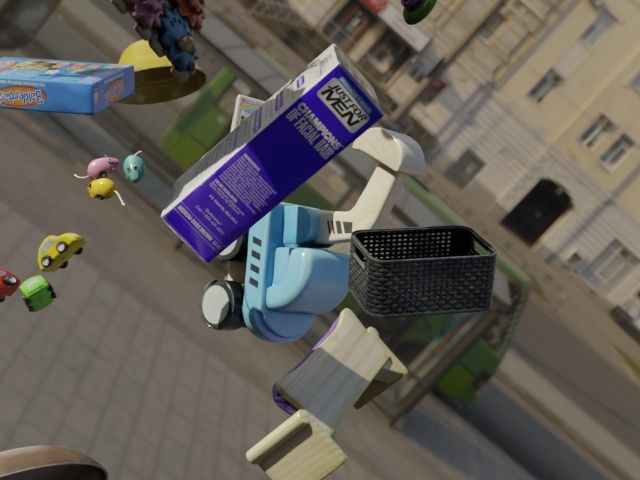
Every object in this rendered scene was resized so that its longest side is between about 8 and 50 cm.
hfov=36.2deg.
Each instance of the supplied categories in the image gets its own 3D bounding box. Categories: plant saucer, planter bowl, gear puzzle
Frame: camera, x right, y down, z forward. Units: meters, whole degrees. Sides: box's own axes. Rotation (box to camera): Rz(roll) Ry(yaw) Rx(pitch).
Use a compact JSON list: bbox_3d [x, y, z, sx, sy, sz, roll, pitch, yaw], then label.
[{"bbox_3d":[-0.438,0.346,1.296,0.310,0.311,0.050,21,39,-61],"label":"plant saucer"},{"bbox_3d":[-0.349,-0.362,2.045,0.217,0.217,0.090,13,64,-68],"label":"planter bowl"},{"bbox_3d":[-0.187,-0.376,1.288,0.175,0.044,0.339,50,33,-46],"label":"gear puzzle"}]

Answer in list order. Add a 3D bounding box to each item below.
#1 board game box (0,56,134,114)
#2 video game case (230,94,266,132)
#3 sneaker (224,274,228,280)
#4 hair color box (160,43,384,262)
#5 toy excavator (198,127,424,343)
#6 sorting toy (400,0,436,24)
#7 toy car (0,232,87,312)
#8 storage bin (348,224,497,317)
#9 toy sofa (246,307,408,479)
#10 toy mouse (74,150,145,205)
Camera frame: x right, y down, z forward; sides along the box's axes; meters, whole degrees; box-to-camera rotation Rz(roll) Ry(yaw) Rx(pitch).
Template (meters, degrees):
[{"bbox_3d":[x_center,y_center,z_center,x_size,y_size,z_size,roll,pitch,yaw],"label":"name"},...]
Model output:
[{"bbox_3d":[-0.395,-0.225,1.412,0.210,0.047,0.160,6,20,10],"label":"board game box"},{"bbox_3d":[-0.097,-0.191,1.877,0.157,0.143,0.019,13,-12,-19],"label":"video game case"},{"bbox_3d":[-0.169,0.126,2.270,0.135,0.058,0.052,50,0,-16],"label":"sneaker"},{"bbox_3d":[-0.071,-0.133,1.454,0.110,0.339,0.185,46,13,-16],"label":"hair color box"},{"bbox_3d":[0.000,0.000,1.983,0.445,0.432,0.222,2,-5,40],"label":"toy excavator"},{"bbox_3d":[0.116,-0.311,1.179,0.042,0.102,0.061,34,-17,-31],"label":"sorting toy"},{"bbox_3d":[-0.560,0.076,1.888,0.053,0.239,0.225,53,-21,15],"label":"toy car"},{"bbox_3d":[0.137,0.040,1.335,0.180,0.084,0.122,-4,21,-14],"label":"storage bin"},{"bbox_3d":[0.003,0.285,1.780,0.177,0.150,0.362,47,30,0],"label":"toy sofa"},{"bbox_3d":[-0.371,-0.131,1.774,0.161,0.143,0.031,13,-43,33],"label":"toy mouse"}]
